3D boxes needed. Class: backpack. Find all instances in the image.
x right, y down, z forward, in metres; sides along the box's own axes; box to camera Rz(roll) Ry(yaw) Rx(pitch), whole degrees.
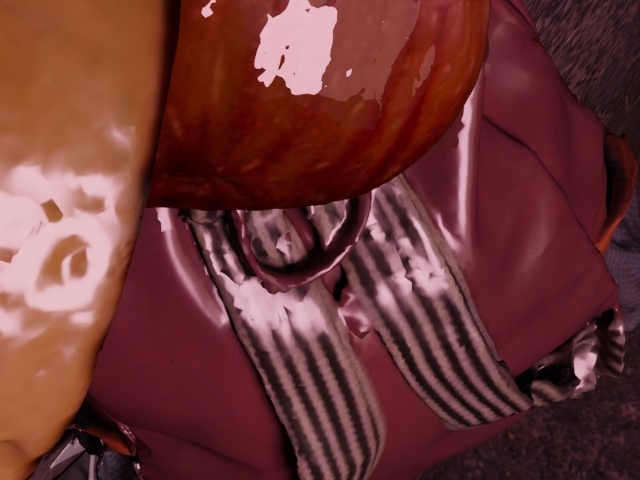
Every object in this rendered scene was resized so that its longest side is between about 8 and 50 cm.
[{"bbox_3d":[0.000,0.000,0.772,0.283,0.197,0.317,-26,154,-2],"label":"backpack"}]

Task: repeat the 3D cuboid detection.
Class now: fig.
[{"bbox_3d":[-0.030,-0.114,0.533,0.175,0.175,0.207,-41,150,-47],"label":"fig"}]

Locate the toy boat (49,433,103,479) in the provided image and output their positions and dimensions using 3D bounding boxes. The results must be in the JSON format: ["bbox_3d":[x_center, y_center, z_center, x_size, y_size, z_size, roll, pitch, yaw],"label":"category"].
[{"bbox_3d":[-0.116,0.097,1.040,0.105,0.034,0.149,-25,134,-60],"label":"toy boat"}]

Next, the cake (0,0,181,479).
[{"bbox_3d":[-0.137,-0.041,0.367,0.208,0.178,0.185,-129,-128,-65],"label":"cake"}]
